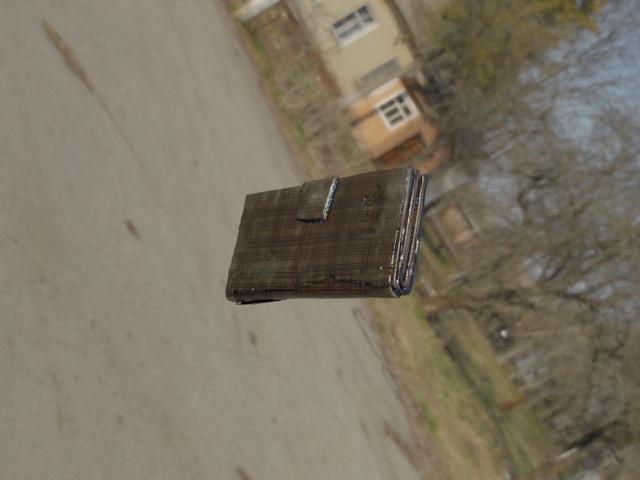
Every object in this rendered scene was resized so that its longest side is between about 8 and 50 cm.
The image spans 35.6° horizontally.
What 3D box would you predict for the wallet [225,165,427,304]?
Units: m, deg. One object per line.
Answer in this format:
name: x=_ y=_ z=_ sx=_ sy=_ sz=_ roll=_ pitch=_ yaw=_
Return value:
wallet: x=0.000 y=0.000 z=0.963 sx=0.042 sy=0.230 sz=0.124 roll=26 pitch=68 yaw=-39
